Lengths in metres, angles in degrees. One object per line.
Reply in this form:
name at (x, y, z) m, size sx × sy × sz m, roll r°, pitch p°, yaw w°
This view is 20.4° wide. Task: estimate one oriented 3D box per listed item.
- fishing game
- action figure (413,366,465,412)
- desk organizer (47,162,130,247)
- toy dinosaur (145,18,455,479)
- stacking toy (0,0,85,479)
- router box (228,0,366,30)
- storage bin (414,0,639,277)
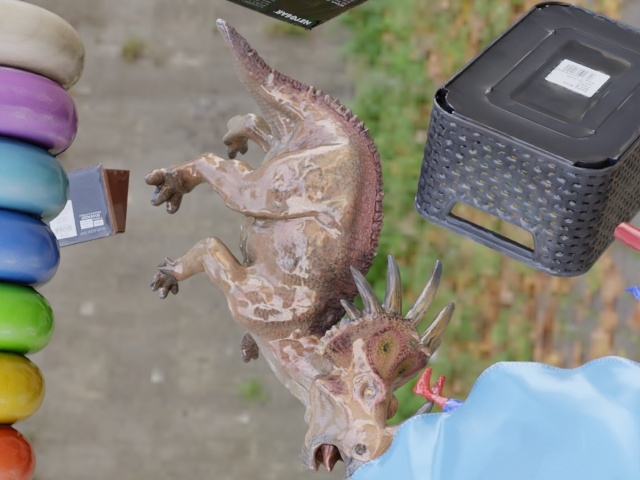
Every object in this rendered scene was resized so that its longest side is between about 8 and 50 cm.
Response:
fishing game at (0.074, 0.122, 0.590) m, size 0.264 × 0.041 × 0.189 m, roll -50°, pitch 40°, yaw -6°
action figure at (0.112, 0.114, 1.103) m, size 0.030 × 0.115 × 0.038 m, roll -54°, pitch -31°, yaw -4°
desk organizer at (-0.187, -0.013, 1.160) m, size 0.050 × 0.130 × 0.047 m, roll -2°, pitch -100°, yaw -73°
toy dinosaur at (0.000, 0.000, 1.189) m, size 0.127 × 0.200 × 0.295 m, roll -6°, pitch -84°, yaw -55°
stacking toy at (-0.192, 0.049, 0.895) m, size 0.141 × 0.141 × 0.330 m, roll 115°, pitch 156°, yaw -79°
router box at (-0.057, -0.170, 0.692) m, size 0.046 × 0.179 × 0.133 m, roll -22°, pitch 65°, yaw 38°
storage bin at (0.153, -0.069, 1.133) m, size 0.180 × 0.122 × 0.084 m, roll -43°, pitch -30°, yaw -45°
